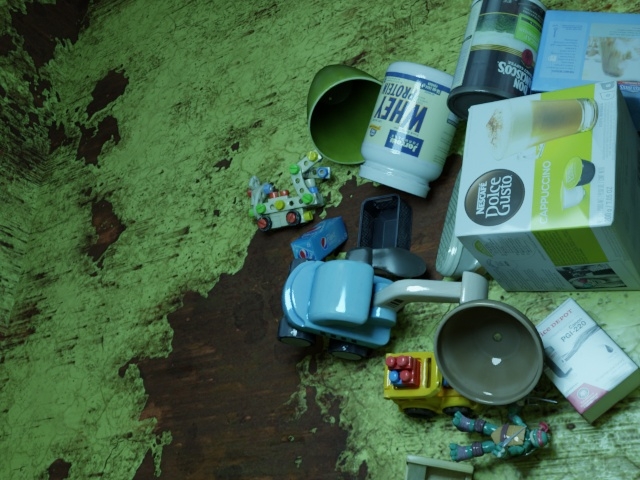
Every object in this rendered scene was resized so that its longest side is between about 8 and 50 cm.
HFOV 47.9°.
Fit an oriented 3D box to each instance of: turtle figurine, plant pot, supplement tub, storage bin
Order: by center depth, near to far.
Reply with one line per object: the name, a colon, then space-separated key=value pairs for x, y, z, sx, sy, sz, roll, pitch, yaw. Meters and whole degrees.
turtle figurine: x=0.402 y=0.421 z=1.564 sx=0.234 sy=0.118 sz=0.175 roll=-15 pitch=23 yaw=32
plant pot: x=0.378 y=0.231 z=1.583 sx=0.237 sy=0.109 sz=0.238 roll=9 pitch=109 yaw=27
supplement tub: x=0.247 y=-0.299 z=1.971 sx=0.235 sy=0.235 sz=0.325 roll=23 pitch=97 yaw=41
storage bin: x=0.180 y=-0.027 z=2.003 sx=0.122 sy=0.084 sz=0.180 roll=-9 pitch=62 yaw=31
plant pot: x=0.071 y=-0.421 z=2.203 sx=0.274 sy=0.275 sz=0.294 roll=-38 pitch=34 yaw=13

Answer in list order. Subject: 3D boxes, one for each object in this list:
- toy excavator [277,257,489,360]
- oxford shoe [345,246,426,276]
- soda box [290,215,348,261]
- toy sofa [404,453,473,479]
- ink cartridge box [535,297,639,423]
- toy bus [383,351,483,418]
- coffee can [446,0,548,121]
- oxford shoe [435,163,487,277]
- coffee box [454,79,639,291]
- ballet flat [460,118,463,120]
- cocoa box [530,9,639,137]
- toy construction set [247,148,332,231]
toy excavator: x=0.136 y=0.151 z=1.778 sx=0.445 sy=0.432 sz=0.222 roll=130 pitch=153 yaw=-66
oxford shoe: x=0.176 y=0.060 z=1.908 sx=0.212 sy=0.076 sz=0.076 roll=9 pitch=71 yaw=15
soda box: x=0.000 y=0.000 z=2.041 sx=0.067 sy=0.210 sz=0.071 roll=-11 pitch=104 yaw=30
toy sofa: x=0.238 y=0.662 z=1.573 sx=0.150 sy=0.177 sz=0.363 roll=7 pitch=68 yaw=11
ink cartridge box: x=0.566 y=0.258 z=1.572 sx=0.158 sy=0.092 sz=0.218 roll=-43 pitch=47 yaw=9
toy bus: x=0.251 y=0.319 z=1.685 sx=0.220 sy=0.211 sz=0.150 roll=-9 pitch=60 yaw=30
coffee can: x=0.445 y=-0.450 z=1.808 sx=0.201 sy=0.201 sz=0.276 roll=6 pitch=76 yaw=37
oxford shoe: x=0.408 y=-0.092 z=1.858 sx=0.130 sy=0.169 sz=0.450 roll=19 pitch=64 yaw=-2
coffee box: x=0.529 y=-0.101 z=1.625 sx=0.334 sy=0.338 sz=0.338 roll=-4 pitch=64 yaw=34
ballet flat: x=0.500 y=-0.483 z=1.990 sx=0.400 sy=0.139 sz=0.139 roll=-31 pitch=52 yaw=19
cocoa box: x=0.679 y=-0.370 z=1.677 sx=0.347 sy=0.228 sz=0.232 roll=9 pitch=71 yaw=20
toy construction set: x=-0.113 y=-0.144 z=2.230 sx=0.327 sy=0.151 sz=0.215 roll=-11 pitch=84 yaw=39
